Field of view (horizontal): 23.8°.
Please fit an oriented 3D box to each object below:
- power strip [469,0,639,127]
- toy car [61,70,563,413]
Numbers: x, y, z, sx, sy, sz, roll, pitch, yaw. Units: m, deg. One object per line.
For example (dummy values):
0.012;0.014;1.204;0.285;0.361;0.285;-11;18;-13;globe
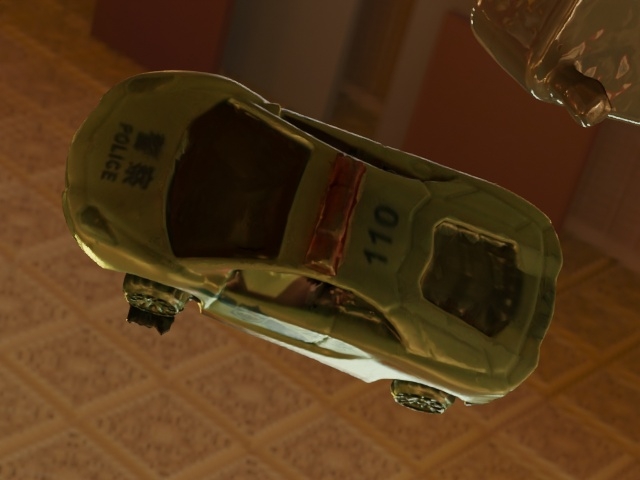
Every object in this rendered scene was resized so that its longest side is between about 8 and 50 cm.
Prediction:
0.151;-0.121;0.411;0.145;0.215;0.061;8;-147;-37;power strip
0.000;0.000;0.535;0.186;0.058;0.093;22;-108;-13;toy car
